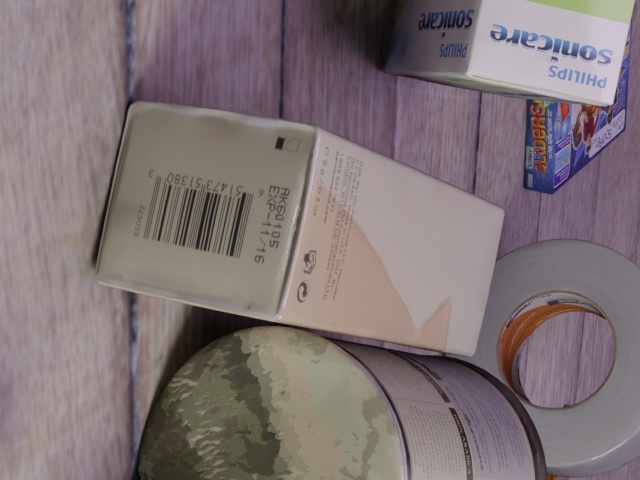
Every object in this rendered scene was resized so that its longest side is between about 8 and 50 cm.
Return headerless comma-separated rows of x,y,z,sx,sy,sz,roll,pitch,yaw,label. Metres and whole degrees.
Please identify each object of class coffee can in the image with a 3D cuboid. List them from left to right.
0.026,0.173,1.084,0.275,0.201,0.201,18,86,-61,coffee can

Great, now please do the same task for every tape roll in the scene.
0.232,0.112,1.408,0.072,0.219,0.219,38,69,-60,tape roll

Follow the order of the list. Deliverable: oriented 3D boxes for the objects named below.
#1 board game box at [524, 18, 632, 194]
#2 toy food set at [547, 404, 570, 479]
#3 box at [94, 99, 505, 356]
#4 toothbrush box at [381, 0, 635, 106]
0.274,-0.147,1.563,0.201,0.035,0.136,-35,131,-50,board game box
0.264,0.272,1.719,0.192,0.038,0.132,-25,123,-55,toy food set
0.000,0.000,1.022,0.311,0.148,0.121,17,84,-60,box
0.155,-0.252,1.112,0.206,0.122,0.283,-151,-109,-73,toothbrush box
